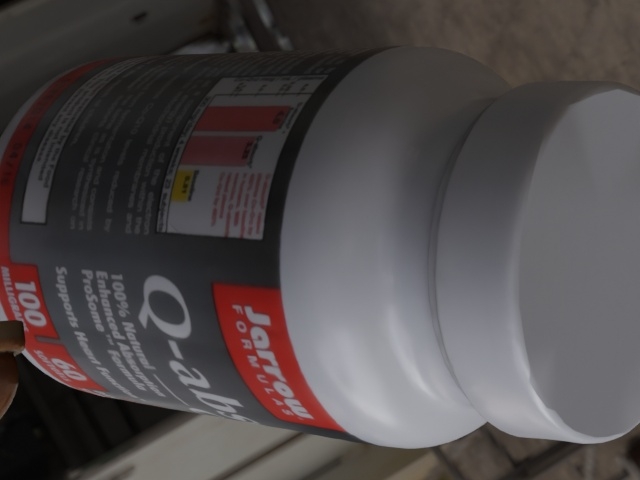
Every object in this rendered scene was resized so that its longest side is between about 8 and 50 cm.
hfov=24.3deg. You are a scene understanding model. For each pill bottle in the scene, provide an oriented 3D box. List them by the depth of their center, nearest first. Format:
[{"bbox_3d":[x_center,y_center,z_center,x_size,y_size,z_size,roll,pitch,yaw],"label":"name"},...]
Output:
[{"bbox_3d":[0.000,0.000,0.810,0.363,0.210,0.210,4,125,41],"label":"pill bottle"}]

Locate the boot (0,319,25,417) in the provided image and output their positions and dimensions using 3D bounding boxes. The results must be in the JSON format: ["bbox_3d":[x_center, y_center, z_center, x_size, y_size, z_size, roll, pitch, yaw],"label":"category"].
[{"bbox_3d":[-0.182,0.161,0.550,0.283,0.109,0.220,-29,68,36],"label":"boot"}]
